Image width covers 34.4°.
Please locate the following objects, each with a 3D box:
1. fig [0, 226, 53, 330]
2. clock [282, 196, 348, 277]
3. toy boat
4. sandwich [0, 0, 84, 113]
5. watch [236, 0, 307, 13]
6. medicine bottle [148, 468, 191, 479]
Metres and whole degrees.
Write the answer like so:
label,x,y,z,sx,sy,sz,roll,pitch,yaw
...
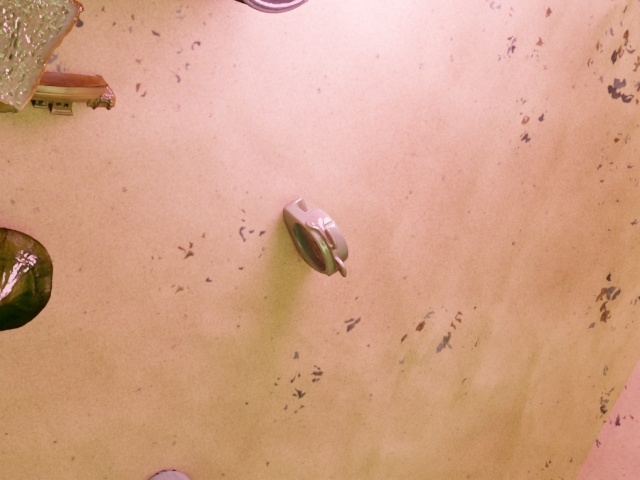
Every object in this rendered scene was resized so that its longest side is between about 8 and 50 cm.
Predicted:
label,x,y,z,sx,sy,sz,roll,pitch,yaw
fig,-0.560,0.083,1.839,0.203,0.235,0.203,-8,108,-26
clock,0.000,0.000,2.171,0.062,0.191,0.152,-31,121,-17
toy boat,-0.473,-0.263,1.871,0.206,0.064,0.072,-1,127,-26
sandwich,-0.567,-0.364,1.712,0.273,0.095,0.249,35,71,-33
watch,-0.084,-0.592,1.879,0.335,0.314,0.327,-27,132,-33
medicine bottle,-0.270,0.619,2.160,0.158,0.318,0.158,-11,114,-26
